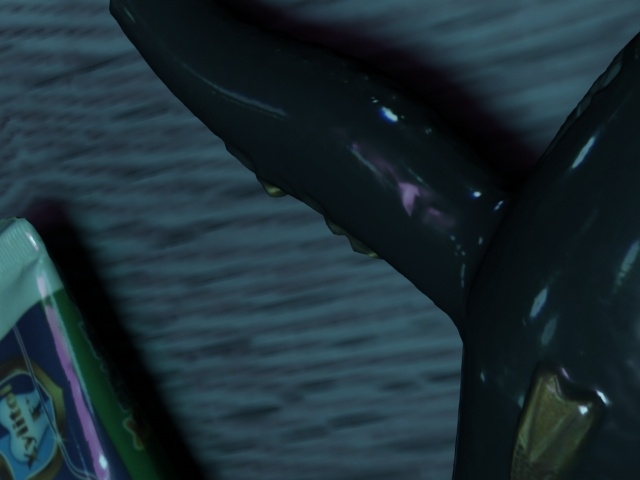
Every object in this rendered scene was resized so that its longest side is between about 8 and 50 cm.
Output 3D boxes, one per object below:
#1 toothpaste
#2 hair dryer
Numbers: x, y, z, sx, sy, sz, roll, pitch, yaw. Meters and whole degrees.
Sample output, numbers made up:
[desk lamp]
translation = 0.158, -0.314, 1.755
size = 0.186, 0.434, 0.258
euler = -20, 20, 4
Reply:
[toothpaste]
translation = -0.031, 0.175, 0.605
size = 0.099, 0.061, 0.392
euler = -36, 84, 37
[hair dryer]
translation = 0.000, 0.000, 0.546
size = 0.359, 0.120, 0.303
euler = 39, 133, 26
